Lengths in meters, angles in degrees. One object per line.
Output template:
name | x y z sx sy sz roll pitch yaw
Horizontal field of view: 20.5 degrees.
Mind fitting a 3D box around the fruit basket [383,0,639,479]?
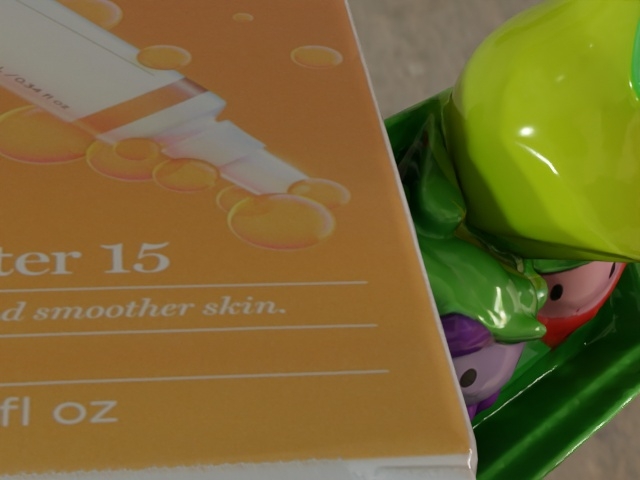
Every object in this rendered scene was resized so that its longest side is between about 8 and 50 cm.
fruit basket | 0.142 -0.010 1.108 0.392 0.392 0.283 -21 96 8

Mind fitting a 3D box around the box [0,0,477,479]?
box | -0.094 0.020 0.508 0.215 0.345 0.168 -2 123 -7
